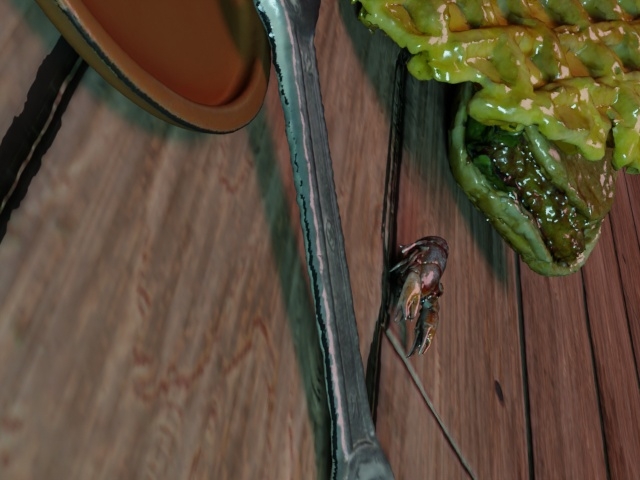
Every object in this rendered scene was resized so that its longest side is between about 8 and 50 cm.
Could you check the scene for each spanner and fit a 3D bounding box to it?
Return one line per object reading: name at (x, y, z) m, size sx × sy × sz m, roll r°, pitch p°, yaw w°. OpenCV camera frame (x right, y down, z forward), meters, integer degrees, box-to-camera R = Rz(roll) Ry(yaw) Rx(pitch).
spanner at (0.000, 0.000, 0.533) m, size 0.071 × 0.017 × 0.302 m, roll 16°, pitch 63°, yaw -66°

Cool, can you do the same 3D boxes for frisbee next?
frisbee at (-0.085, -0.161, 0.477) m, size 0.251 × 0.021 × 0.251 m, roll 52°, pitch 27°, yaw -41°

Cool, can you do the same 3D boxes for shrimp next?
shrimp at (0.057, 0.025, 0.672) m, size 0.038 × 0.029 × 0.092 m, roll 56°, pitch 29°, yaw -37°

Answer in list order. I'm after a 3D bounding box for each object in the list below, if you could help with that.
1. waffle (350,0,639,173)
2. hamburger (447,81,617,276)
waffle at (0.152, -0.195, 0.860) m, size 0.302 × 0.068 × 0.325 m, roll 29°, pitch 45°, yaw -11°
hamburger at (0.173, -0.079, 0.963) m, size 0.183 × 0.130 × 0.206 m, roll 47°, pitch 44°, yaw -32°
